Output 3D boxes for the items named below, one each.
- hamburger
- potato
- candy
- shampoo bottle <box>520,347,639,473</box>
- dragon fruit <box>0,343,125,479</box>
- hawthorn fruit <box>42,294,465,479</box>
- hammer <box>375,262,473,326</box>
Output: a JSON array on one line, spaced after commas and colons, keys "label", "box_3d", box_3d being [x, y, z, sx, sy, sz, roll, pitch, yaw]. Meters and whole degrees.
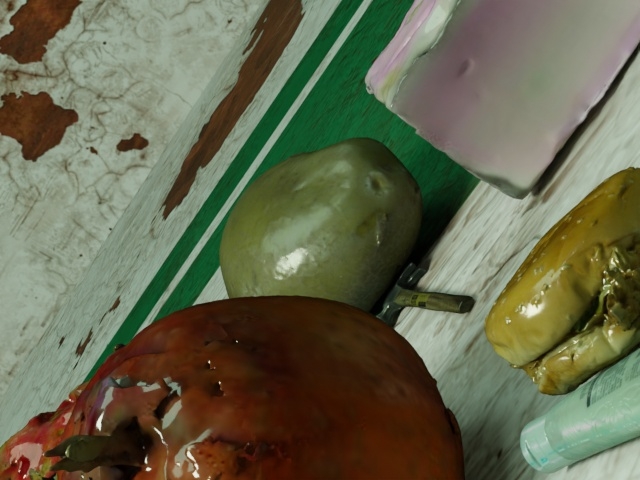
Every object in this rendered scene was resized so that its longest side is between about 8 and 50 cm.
[{"label": "hamburger", "box_3d": [0.166, 0.027, 1.155, 0.138, 0.083, 0.147, -54, 4, -37]}, {"label": "potato", "box_3d": [0.000, 0.000, 1.695, 0.235, 0.160, 0.178, -38, 54, 41]}, {"label": "candy", "box_3d": [0.166, -0.180, 1.466, 0.265, 0.155, 0.116, -58, 18, 10]}, {"label": "shampoo bottle", "box_3d": [0.177, 0.092, 1.088, 0.190, 0.041, 0.069, -42, 15, 55]}, {"label": "dragon fruit", "box_3d": [-0.179, 0.245, 1.682, 0.237, 0.231, 0.302, -53, 20, -23]}, {"label": "hawthorn fruit", "box_3d": [-0.061, 0.156, 1.232, 0.276, 0.307, 0.276, -11, 69, 31]}, {"label": "hammer", "box_3d": [0.090, 0.048, 1.563, 0.062, 0.017, 0.182, -62, 15, -9]}]
